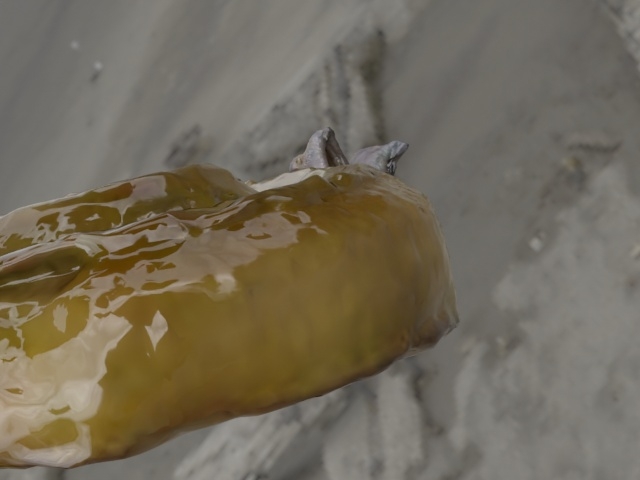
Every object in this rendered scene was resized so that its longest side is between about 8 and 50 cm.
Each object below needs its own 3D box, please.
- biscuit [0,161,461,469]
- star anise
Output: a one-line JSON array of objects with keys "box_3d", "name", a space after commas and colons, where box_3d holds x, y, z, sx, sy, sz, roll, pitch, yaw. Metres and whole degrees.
[{"box_3d": [-0.090, 0.026, 0.703, 0.296, 0.102, 0.296, -11, 5, 1], "name": "biscuit"}, {"box_3d": [0.000, 0.000, 1.278, 0.065, 0.195, 0.182, 22, 35, 32], "name": "star anise"}]
